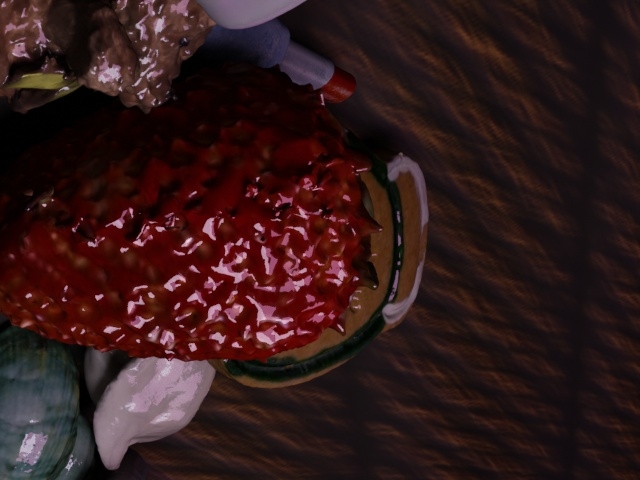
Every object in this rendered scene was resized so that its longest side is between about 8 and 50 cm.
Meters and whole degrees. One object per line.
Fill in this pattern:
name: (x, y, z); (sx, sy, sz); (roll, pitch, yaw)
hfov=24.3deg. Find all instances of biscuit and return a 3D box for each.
biscuit: (0.002, 0.000, 1.539); (0.344, 0.057, 0.287); (-20, 116, -45)

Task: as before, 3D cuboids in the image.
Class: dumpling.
dumpling: (-0.176, 0.130, 1.526); (0.250, 0.132, 0.162); (-63, -178, 26)

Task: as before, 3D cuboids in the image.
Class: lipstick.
lipstick: (-0.054, -0.177, 1.374); (0.068, 0.061, 0.274); (-55, 146, 11)

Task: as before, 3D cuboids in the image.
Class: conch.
conch: (-0.291, 0.187, 1.488); (0.176, 0.122, 0.188); (-62, 161, -25)

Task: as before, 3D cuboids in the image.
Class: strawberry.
strawberry: (-0.129, -0.015, 1.265); (0.344, 0.292, 0.292); (-10, 136, -26)

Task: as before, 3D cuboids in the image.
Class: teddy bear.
teddy bear: (-0.206, -0.122, 1.141); (0.223, 0.246, 0.296); (17, 80, -22)

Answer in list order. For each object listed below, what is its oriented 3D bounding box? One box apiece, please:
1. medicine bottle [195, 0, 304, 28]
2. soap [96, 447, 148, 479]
medicine bottle: (-0.086, -0.300, 1.002); (0.170, 0.170, 0.293); (-41, 114, -4)
soap: (-0.263, 0.368, 1.567); (0.258, 0.159, 0.302); (-37, -178, -1)
